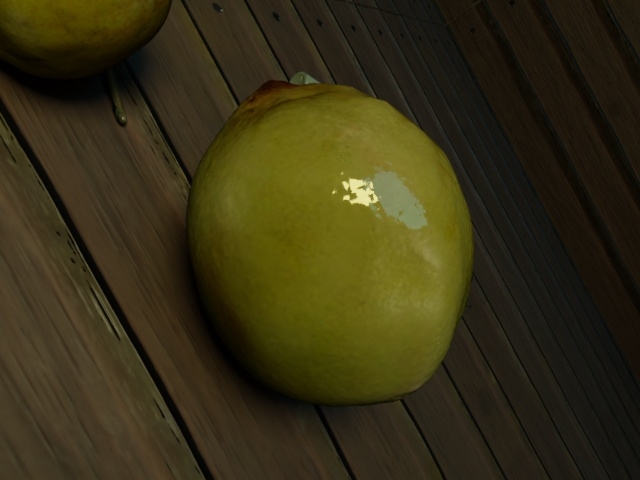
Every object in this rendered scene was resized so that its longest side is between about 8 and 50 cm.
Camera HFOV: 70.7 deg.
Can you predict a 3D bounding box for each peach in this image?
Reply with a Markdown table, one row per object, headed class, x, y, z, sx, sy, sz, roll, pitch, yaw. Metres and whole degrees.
| class | x | y | z | sx | sy | sz | roll | pitch | yaw |
| --- | --- | --- | --- | --- | --- | --- | --- | --- | --- |
| peach | 0.005 | 0.007 | 0.481 | 0.282 | 0.314 | 0.315 | -29 | 132 | -39 |

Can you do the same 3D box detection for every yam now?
| class | x | y | z | sx | sy | sz | roll | pitch | yaw |
| --- | --- | --- | --- | --- | --- | --- | --- | --- | --- |
| yam | -0.247 | -0.185 | 0.535 | 0.014 | 0.014 | 0.107 | -8 | 74 | -51 |

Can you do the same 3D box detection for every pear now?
| class | x | y | z | sx | sy | sz | roll | pitch | yaw |
| --- | --- | --- | --- | --- | --- | --- | --- | --- | --- |
| pear | -0.248 | -0.255 | 0.432 | 0.200 | 0.200 | 0.199 | 28 | 49 | -37 |

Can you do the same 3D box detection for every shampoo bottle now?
| class | x | y | z | sx | sy | sz | roll | pitch | yaw |
| --- | --- | --- | --- | --- | --- | --- | --- | --- | --- |
| shampoo bottle | 0.024 | -0.250 | 0.861 | 0.195 | 0.056 | 0.056 | 20 | 54 | -43 |

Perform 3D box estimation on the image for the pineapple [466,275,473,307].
| class | x | y | z | sx | sy | sz | roll | pitch | yaw |
| --- | --- | --- | --- | --- | --- | --- | --- | --- | --- |
| pineapple | 0.211 | 0.066 | 0.838 | 0.248 | 0.128 | 0.128 | 21 | 53 | -47 |
